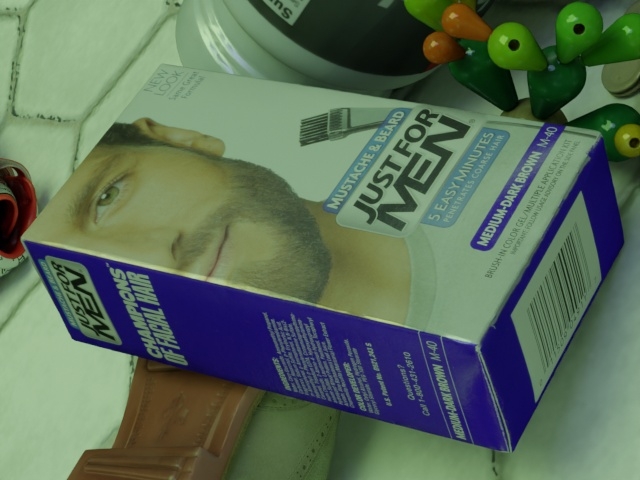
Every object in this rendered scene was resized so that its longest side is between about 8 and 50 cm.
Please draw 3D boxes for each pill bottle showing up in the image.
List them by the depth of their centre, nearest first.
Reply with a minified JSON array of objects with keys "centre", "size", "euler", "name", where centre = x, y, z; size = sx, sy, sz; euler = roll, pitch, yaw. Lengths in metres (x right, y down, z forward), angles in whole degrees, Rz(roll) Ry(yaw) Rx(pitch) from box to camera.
[{"centre":[0.045,-0.236,1.215],"size":[0.363,0.210,0.210],"euler":[129,148,-46],"name":"pill bottle"}]

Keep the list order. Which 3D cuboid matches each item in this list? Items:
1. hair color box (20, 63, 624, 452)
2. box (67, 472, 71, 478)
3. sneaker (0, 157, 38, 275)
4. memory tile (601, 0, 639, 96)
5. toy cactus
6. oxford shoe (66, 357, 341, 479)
[{"centre":[0.000,0.000,1.115],"size":[0.339,0.110,0.185],"euler":[10,50,31],"name":"hair color box"},{"centre":[-0.166,0.296,1.286],"size":[0.175,0.051,0.220],"euler":[7,71,51],"name":"box"},{"centre":[-0.339,-0.065,1.707],"size":[0.145,0.090,0.270],"euler":[-29,50,33],"name":"sneaker"},{"centre":[0.248,-0.160,1.151],"size":[0.113,0.012,0.148],"euler":[9,73,52],"name":"memory tile"},{"centre":[0.145,-0.101,1.122],"size":[0.180,0.219,0.112],"euler":[103,-171,-56],"name":"toy cactus"},{"centre":[-0.050,0.127,1.203],"size":[0.140,0.146,0.397],"euler":[1,46,42],"name":"oxford shoe"}]
